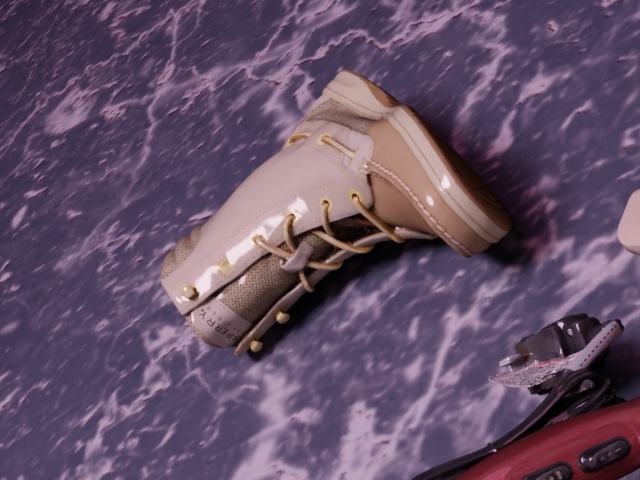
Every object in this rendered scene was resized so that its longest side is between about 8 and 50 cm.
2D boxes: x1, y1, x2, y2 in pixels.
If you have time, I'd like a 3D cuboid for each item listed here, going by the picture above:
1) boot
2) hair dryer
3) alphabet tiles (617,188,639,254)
[{"bbox_3d":[0.000,0.000,1.049,0.203,0.095,0.262,-44,28,0],"label":"boot"},{"bbox_3d":[0.146,0.095,0.722,0.223,0.080,0.293,-39,10,-36],"label":"hair dryer"},{"bbox_3d":[0.295,-0.067,0.847,0.278,0.021,0.284,-8,46,46],"label":"alphabet tiles"}]
